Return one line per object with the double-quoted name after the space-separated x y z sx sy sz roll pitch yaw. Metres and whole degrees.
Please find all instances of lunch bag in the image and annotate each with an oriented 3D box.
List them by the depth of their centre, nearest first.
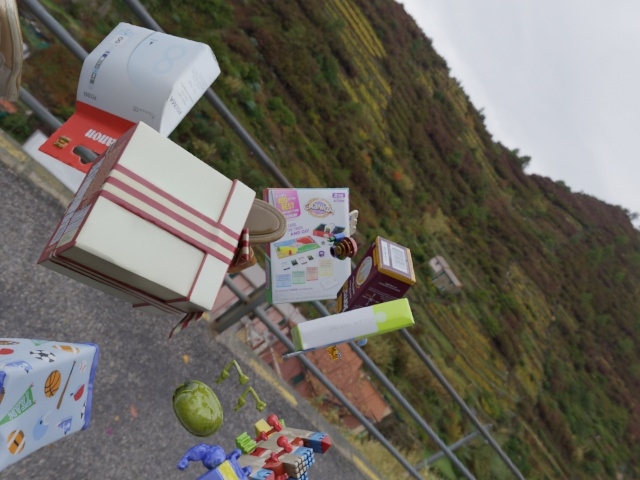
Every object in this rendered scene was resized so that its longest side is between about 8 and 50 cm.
-0.707 0.310 0.944 0.328 0.386 0.238 67 30 -83 "lunch bag"

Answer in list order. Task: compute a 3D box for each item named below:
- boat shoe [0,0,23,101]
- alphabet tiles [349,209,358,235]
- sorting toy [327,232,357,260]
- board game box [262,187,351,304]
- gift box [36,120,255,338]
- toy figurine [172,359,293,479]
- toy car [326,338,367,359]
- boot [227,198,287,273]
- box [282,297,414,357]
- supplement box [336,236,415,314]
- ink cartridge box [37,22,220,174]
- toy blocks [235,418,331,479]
-0.411 -0.237 0.605 0.059 0.170 0.063 -4 65 -35 "boat shoe"
0.000 0.000 1.568 0.021 0.278 0.284 55 -13 20 "alphabet tiles"
0.040 0.016 1.080 0.102 0.042 0.061 -23 -97 63 "sorting toy"
-0.036 0.012 1.358 0.064 0.242 0.316 -177 -94 -70 "board game box"
-0.287 0.006 0.814 0.258 0.255 0.276 32 66 -33 "gift box"
-0.176 0.440 0.936 0.362 0.191 0.217 59 5 3 "toy figurine"
0.058 0.236 1.086 0.060 0.122 0.040 -12 -82 60 "toy car"
-0.182 0.012 1.064 0.220 0.284 0.109 64 25 -56 "boot"
0.031 0.127 0.688 0.109 0.178 0.042 117 -39 -73 "box"
0.109 0.099 1.006 0.081 0.188 0.104 23 35 -14 "supplement box"
-0.469 -0.334 1.133 0.308 0.385 0.091 24 -21 24 "ink cartridge box"
-0.134 0.728 1.562 0.381 0.261 0.190 -17 99 -56 "toy blocks"
